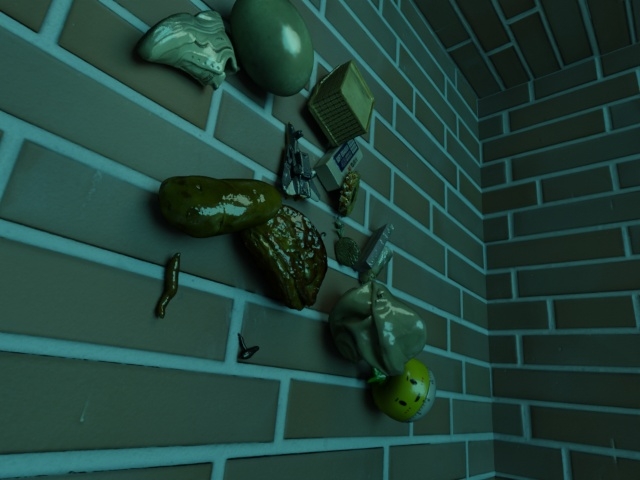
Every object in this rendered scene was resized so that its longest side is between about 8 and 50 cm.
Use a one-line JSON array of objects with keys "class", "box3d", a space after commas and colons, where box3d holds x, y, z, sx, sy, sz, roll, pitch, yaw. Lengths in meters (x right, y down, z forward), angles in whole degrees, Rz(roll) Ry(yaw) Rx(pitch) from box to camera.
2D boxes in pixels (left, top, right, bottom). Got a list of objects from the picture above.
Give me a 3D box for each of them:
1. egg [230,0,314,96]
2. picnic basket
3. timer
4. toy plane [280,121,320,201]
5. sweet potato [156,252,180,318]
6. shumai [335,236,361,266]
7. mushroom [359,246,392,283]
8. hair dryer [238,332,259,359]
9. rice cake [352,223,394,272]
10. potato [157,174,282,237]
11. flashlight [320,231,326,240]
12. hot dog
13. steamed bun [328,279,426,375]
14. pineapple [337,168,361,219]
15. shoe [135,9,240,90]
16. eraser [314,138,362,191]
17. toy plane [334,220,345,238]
[{"class": "egg", "box3d": [-0.161, -0.667, 1.425, 0.352, 0.258, 0.258, 56, 43, -19]}, {"class": "picnic basket", "box3d": [0.092, -0.573, 1.759, 0.228, 0.175, 0.312, 51, 37, -31]}, {"class": "timer", "box3d": [0.303, 0.582, 1.714, 0.285, 0.285, 0.285, 16, 69, -48]}, {"class": "toy plane", "box3d": [-0.082, -0.303, 1.554, 0.204, 0.103, 0.316, 8, 75, -49]}, {"class": "sweet potato", "box3d": [-0.398, 0.119, 1.113, 0.044, 0.044, 0.179, 25, 69, -46]}, {"class": "shumai", "box3d": [0.121, 0.043, 1.741, 0.087, 0.099, 0.123, -17, 97, -68]}, {"class": "mushroom", "box3d": [0.246, 0.116, 1.877, 0.081, 0.092, 0.223, 37, 54, 6]}, {"class": "hair dryer", "box3d": [-0.227, 0.319, 1.291, 0.079, 0.031, 0.083, -19, 89, -62]}, {"class": "rice cake", "box3d": [0.235, 0.031, 1.865, 0.050, 0.106, 0.298, 46, 47, -11]}, {"class": "potato", "box3d": [-0.270, -0.102, 1.188, 0.369, 0.195, 0.176, -8, 92, -38]}, {"class": "flashlight", "box3d": [0.000, 0.000, 1.650, 0.018, 0.018, 0.083, 52, 45, -27]}, {"class": "hot dog", "box3d": [-0.104, 0.056, 1.383, 0.387, 0.174, 0.267, 58, 40, -23]}, {"class": "steamed bun", "box3d": [0.178, 0.341, 1.565, 0.255, 0.368, 0.342, -28, 144, -28]}, {"class": "pineapple", "box3d": [0.124, -0.188, 1.758, 0.221, 0.047, 0.221, 17, 90, -74]}, {"class": "shoe", "box3d": [-0.366, -0.546, 1.239, 0.210, 0.132, 0.342, 60, 38, -18]}, {"class": "eraser", "box3d": [0.081, -0.337, 1.781, 0.124, 0.081, 0.279, 58, 43, -25]}, {"class": "toy plane", "box3d": [0.084, -0.047, 1.754, 0.080, 0.033, 0.083, -39, 113, -64]}]
